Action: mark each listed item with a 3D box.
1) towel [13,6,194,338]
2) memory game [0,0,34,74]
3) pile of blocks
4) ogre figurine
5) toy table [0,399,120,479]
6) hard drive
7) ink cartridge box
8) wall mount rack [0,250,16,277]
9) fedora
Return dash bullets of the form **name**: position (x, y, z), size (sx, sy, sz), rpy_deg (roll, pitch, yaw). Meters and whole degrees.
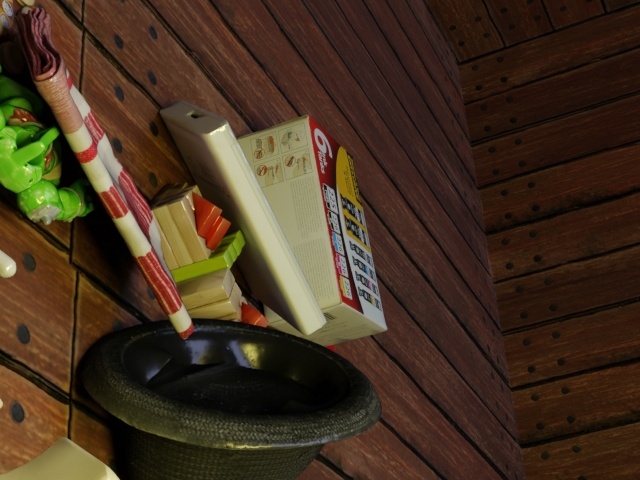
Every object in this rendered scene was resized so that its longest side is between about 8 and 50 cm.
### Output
- **towel**: position (-0.227, -0.075, 1.260), size (0.329, 0.037, 0.237), rpy_deg (66, -5, -32)
- **memory game**: position (-0.355, -0.266, 1.262), size (0.186, 0.012, 0.186), rpy_deg (-17, 90, -71)
- **pile of blocks**: position (-0.114, 0.089, 1.489), size (0.149, 0.113, 0.362), rpy_deg (-3, 77, -71)
- **ogre figurine**: position (-0.296, -0.093, 1.157), size (0.118, 0.097, 0.197), rpy_deg (-90, 169, -69)
- **toy table**: position (-0.257, 0.180, 0.816), size (0.161, 0.252, 0.274), rpy_deg (-44, 138, -23)
- **hard drive**: position (-0.105, -0.033, 1.573), size (0.203, 0.040, 0.307), rpy_deg (31, -30, 61)
- **ink cartridge box**: position (0.000, 0.000, 1.867), size (0.272, 0.130, 0.309), rpy_deg (34, 42, -64)
- **wall mount rack**: position (-0.375, -0.088, 0.867), size (0.350, 0.131, 0.304), rpy_deg (-23, 96, -71)
- **fedora**: position (-0.103, 0.203, 1.279), size (0.334, 0.334, 0.152), rpy_deg (-36, 141, -70)
